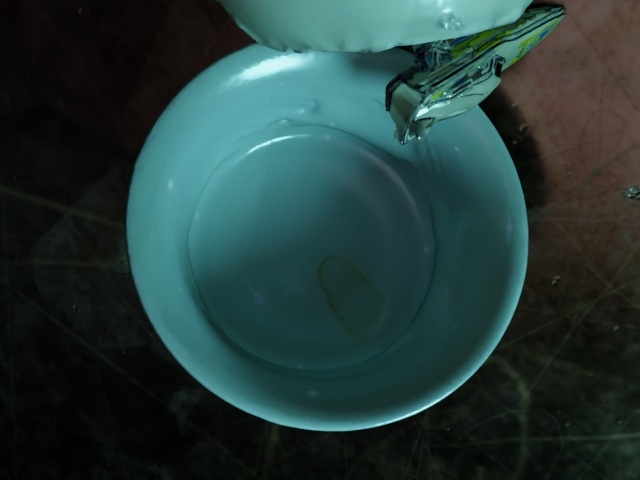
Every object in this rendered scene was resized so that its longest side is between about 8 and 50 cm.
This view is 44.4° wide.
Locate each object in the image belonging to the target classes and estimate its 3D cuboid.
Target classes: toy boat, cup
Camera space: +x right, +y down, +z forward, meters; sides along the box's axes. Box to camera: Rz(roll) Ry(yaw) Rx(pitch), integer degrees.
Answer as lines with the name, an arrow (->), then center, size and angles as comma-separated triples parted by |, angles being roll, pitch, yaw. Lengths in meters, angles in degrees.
toy boat -> 0.139, -0.157, 0.673 | 0.066, 0.210, 0.084 | 51, 158, 15
cup -> 0.000, 0.000, 0.735 | 0.347, 0.163, 0.347 | 2, 77, -9

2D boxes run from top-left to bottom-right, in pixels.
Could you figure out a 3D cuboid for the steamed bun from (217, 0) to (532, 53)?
steamed bun -> 0.038, -0.301, 0.584 | 0.309, 0.309, 0.309 | 7, 111, 19
